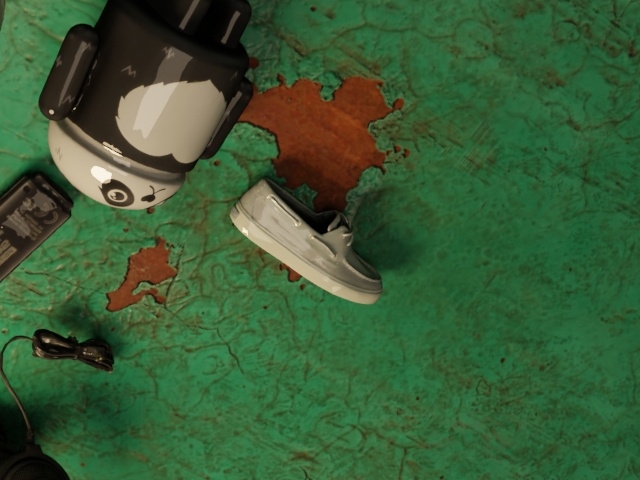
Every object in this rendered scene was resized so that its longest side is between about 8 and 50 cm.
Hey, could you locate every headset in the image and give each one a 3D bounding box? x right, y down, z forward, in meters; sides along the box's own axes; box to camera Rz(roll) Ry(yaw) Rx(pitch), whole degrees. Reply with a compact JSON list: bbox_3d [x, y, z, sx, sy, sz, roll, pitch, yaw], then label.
[{"bbox_3d":[-0.376,0.298,1.892,0.185,0.243,0.394,14,96,-48],"label":"headset"}]

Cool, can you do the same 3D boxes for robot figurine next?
[{"bbox_3d":[-0.185,-0.166,1.709,0.209,0.173,0.278,28,107,-8],"label":"robot figurine"}]

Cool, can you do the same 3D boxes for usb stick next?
[{"bbox_3d":[-0.408,0.030,1.828,0.278,0.045,0.077,-42,113,8],"label":"usb stick"}]

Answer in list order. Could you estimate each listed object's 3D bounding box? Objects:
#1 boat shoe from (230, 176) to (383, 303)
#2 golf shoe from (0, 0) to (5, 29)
[{"bbox_3d":[-0.001,-0.001,1.905,0.227,0.079,0.081,32,109,-24],"label":"boat shoe"},{"bbox_3d":[-0.450,-0.307,1.608,0.115,0.140,0.306,-38,100,27],"label":"golf shoe"}]
